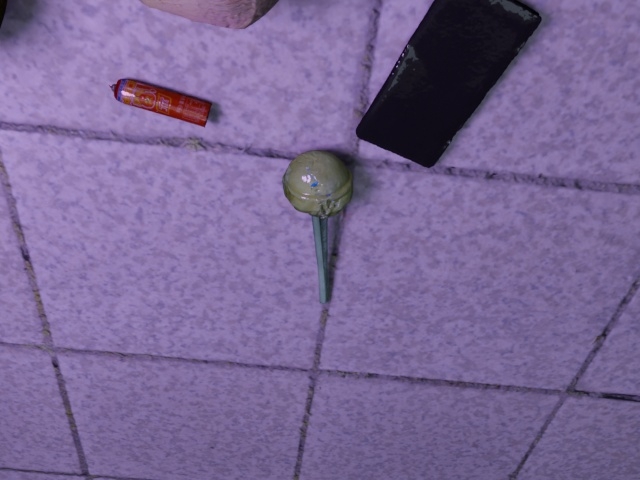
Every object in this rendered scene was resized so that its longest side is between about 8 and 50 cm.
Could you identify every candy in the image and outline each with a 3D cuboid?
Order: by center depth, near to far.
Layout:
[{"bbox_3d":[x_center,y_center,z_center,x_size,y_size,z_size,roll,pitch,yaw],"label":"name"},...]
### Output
[{"bbox_3d":[0.000,0.000,0.970,0.093,0.092,0.335,-29,145,-21],"label":"candy"}]

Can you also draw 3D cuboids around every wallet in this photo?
[{"bbox_3d":[0.150,-0.202,0.800,0.124,0.025,0.244,20,132,-16],"label":"wallet"}]

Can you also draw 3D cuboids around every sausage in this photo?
[{"bbox_3d":[-0.207,-0.180,0.830,0.129,0.034,0.034,15,131,-12],"label":"sausage"}]

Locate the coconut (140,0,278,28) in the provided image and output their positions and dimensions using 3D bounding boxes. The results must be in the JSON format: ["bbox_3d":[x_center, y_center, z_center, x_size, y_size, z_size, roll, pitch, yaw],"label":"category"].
[{"bbox_3d":[-0.100,-0.300,0.621,0.194,0.194,0.194,1,133,1],"label":"coconut"}]

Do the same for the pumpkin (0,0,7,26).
[{"bbox_3d":[-0.499,-0.293,0.667,0.317,0.139,0.222,26,126,-21],"label":"pumpkin"}]
